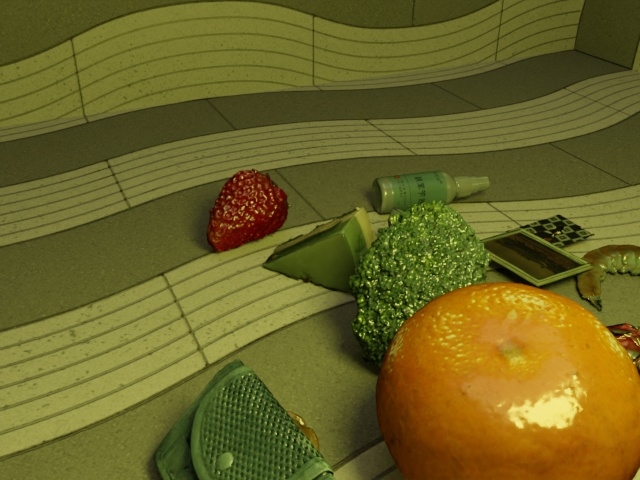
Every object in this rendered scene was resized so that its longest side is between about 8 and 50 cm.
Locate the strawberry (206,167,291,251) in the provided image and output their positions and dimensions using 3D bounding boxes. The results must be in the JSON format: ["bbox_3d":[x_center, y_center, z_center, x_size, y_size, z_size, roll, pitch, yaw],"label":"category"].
[{"bbox_3d":[-0.213,-0.070,1.906,0.205,0.205,0.244,25,59,36],"label":"strawberry"}]

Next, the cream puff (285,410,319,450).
[{"bbox_3d":[-0.065,0.364,1.205,0.126,0.103,0.144,-35,39,-22],"label":"cream puff"}]

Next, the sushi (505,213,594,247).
[{"bbox_3d":[0.628,-0.008,1.939,0.201,0.031,0.139,-16,34,-20],"label":"sushi"}]

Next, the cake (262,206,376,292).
[{"bbox_3d":[-0.005,0.001,1.783,0.284,0.172,0.158,12,30,24],"label":"cake"}]

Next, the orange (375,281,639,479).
[{"bbox_3d":[0.300,0.272,1.151,0.424,0.326,0.424,-9,44,8],"label":"orange"}]

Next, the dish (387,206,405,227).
[{"bbox_3d":[0.270,0.038,1.762,0.273,0.133,0.273,28,9,-5],"label":"dish"}]

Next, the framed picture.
[{"bbox_3d":[0.529,0.035,1.794,0.197,0.014,0.252,-14,30,-28],"label":"framed picture"}]

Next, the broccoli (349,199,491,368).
[{"bbox_3d":[0.224,0.111,1.491,0.249,0.302,0.375,15,70,34],"label":"broccoli"}]

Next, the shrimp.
[{"bbox_3d":[0.739,0.072,1.763,0.287,0.068,0.185,-15,31,-22],"label":"shrimp"}]

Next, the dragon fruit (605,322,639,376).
[{"bbox_3d":[0.581,0.248,1.354,0.182,0.182,0.188,9,13,14],"label":"dragon fruit"}]

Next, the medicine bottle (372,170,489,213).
[{"bbox_3d":[0.334,-0.151,2.108,0.352,0.110,0.110,-7,30,-13],"label":"medicine bottle"}]

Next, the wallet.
[{"bbox_3d":[-0.135,0.360,1.125,0.237,0.075,0.342,-48,42,-2],"label":"wallet"}]
